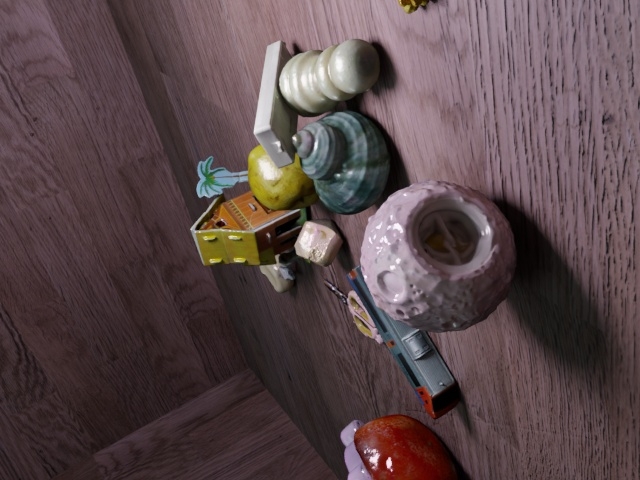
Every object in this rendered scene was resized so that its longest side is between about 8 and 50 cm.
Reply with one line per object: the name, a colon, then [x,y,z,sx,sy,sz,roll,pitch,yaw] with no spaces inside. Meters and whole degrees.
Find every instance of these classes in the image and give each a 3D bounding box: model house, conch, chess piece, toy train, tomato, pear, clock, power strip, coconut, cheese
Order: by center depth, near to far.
chess piece: [0.030,-0.319,1.370,0.243,0.133,0.133,2,118,61]
conch: [0.043,-0.163,1.466,0.220,0.195,0.277,7,170,41]
power strip: [-0.085,-0.300,1.507,0.106,0.043,0.367,56,-155,-38]
toy train: [0.205,0.230,1.701,0.409,0.086,0.089,59,159,10]
pear: [-0.087,-0.166,1.790,0.200,0.200,0.200,52,159,29]
tomato: [0.251,0.583,1.883,0.338,0.143,0.338,37,-165,-12]
coconut: [0.000,0.000,1.892,0.116,0.122,0.116,24,175,2]
clock: [0.199,0.666,1.997,0.322,0.113,0.295,38,-163,-21]
model house: [-0.244,-0.060,2.125,0.340,0.324,0.300,48,156,36]
cheese: [-0.148,0.095,2.487,0.163,0.071,0.249,58,162,11]

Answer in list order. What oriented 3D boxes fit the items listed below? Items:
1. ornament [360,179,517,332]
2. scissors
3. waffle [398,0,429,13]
ornament: [0.191,0.030,1.187,0.259,0.260,0.225,57,165,17]
scissors: [0.085,0.187,2.061,0.317,0.024,0.160,38,150,52]
waffle: [0.111,-0.464,1.039,0.228,0.051,0.231,60,161,9]
